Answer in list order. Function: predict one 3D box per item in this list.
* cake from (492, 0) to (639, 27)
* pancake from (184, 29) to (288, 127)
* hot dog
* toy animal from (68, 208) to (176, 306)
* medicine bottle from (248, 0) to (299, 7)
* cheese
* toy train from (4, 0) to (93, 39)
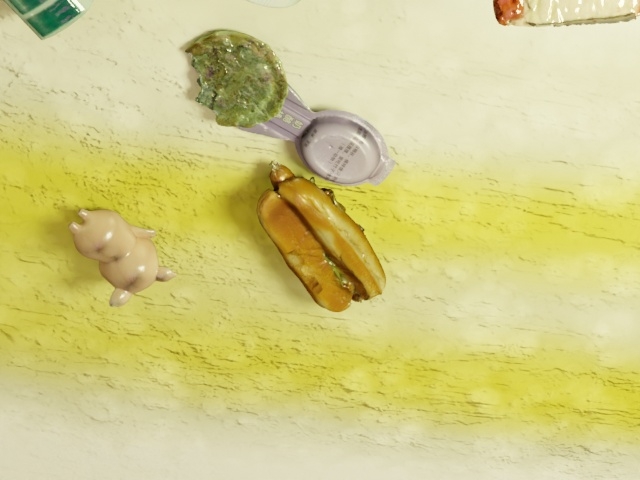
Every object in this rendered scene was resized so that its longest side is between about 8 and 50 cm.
[{"bbox_3d":[0.248,-0.357,1.291,0.158,0.159,0.262,0,111,7],"label":"cake"},{"bbox_3d":[-0.095,-0.186,1.520,0.116,0.022,0.129,-2,128,10],"label":"pancake"},{"bbox_3d":[0.000,0.000,1.673,0.109,0.072,0.269,-21,131,15],"label":"hot dog"},{"bbox_3d":[-0.264,0.016,1.673,0.083,0.089,0.150,-31,117,29],"label":"toy animal"},{"bbox_3d":[-0.004,-0.392,1.231,0.190,0.190,0.332,28,127,-24],"label":"medicine bottle"},{"bbox_3d":[0.002,-0.125,1.575,0.191,0.042,0.105,29,126,-13],"label":"cheese"},{"bbox_3d":[-0.387,-0.375,1.308,0.086,0.088,0.407,-26,127,21],"label":"toy train"}]
